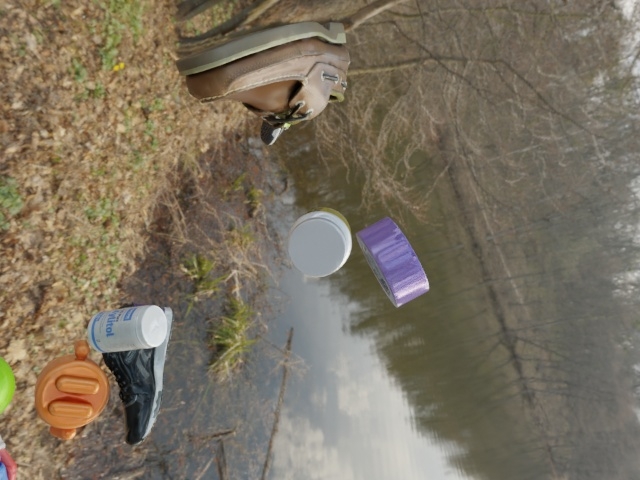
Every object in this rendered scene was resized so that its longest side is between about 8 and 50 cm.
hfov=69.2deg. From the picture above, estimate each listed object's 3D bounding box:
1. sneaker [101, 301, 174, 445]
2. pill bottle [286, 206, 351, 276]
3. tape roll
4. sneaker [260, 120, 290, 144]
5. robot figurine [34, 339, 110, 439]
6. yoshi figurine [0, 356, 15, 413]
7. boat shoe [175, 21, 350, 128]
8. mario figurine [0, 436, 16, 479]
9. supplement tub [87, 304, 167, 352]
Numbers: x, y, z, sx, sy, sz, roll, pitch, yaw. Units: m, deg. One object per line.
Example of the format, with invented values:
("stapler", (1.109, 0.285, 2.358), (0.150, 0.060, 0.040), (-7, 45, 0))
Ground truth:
("sneaker", (-0.386, 0.261, 0.936), (0.124, 0.107, 0.283), (18, 52, -29))
("pill bottle", (0.000, 0.000, 0.876), (0.208, 0.119, 0.119), (-69, 139, -82))
("tape roll", (0.157, 0.048, 1.030), (0.188, 0.080, 0.189), (63, -1, 2))
("sneaker", (-0.049, -0.311, 1.075), (0.097, 0.234, 0.084), (32, -5, -30))
("robot figurine", (-0.490, 0.293, 0.911), (0.128, 0.219, 0.158), (-27, 98, -31))
("yoshi figurine", (-0.521, 0.177, 0.598), (0.203, 0.203, 0.362), (46, -23, 4))
("boat shoe", (-0.033, -0.181, 0.524), (0.307, 0.111, 0.104), (-44, 128, -53))
("mario figurine", (-0.603, 0.447, 0.780), (0.198, 0.170, 0.320), (-34, 132, -52))
("supplement tub", (-0.318, 0.146, 0.766), (0.071, 0.107, 0.070), (-10, 90, -75))
